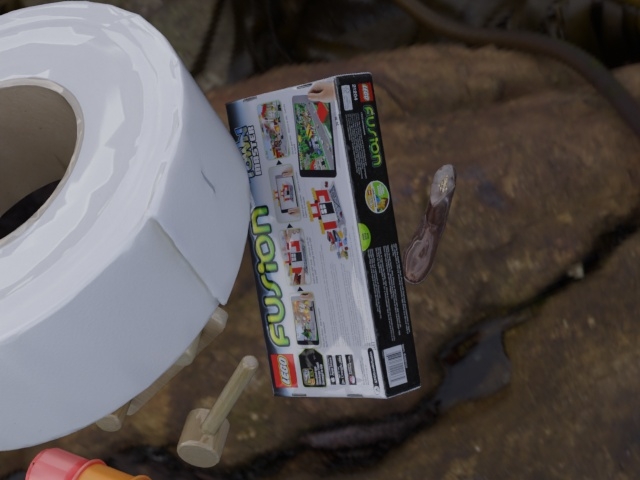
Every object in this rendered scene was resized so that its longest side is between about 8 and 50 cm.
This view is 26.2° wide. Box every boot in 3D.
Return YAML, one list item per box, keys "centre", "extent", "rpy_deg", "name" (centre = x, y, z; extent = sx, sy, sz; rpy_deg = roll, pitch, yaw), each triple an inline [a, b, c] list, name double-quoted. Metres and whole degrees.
- centre: [0.120, -0.018, 1.494]
  extent: [0.037, 0.114, 0.106]
  rpy_deg: [18, 66, 3]
  name: "boot"

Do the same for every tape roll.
- centre: [-0.189, -0.015, 0.861]
  extent: [0.286, 0.100, 0.286]
  rpy_deg: [-14, 49, 17]
  name: "tape roll"

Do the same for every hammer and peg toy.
- centre: [-0.232, 0.120, 1.706]
  extent: [0.266, 0.361, 0.127]
  rpy_deg: [-44, 21, 41]
  name: "hammer and peg toy"

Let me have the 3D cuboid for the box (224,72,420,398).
- centre: [0.000, 0.000, 0.914]
  extent: [0.114, 0.036, 0.207]
  rpy_deg: [-6, 95, 48]
  name: "box"

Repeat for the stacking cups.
- centre: [-0.176, 0.299, 1.442]
  extent: [0.316, 0.096, 0.096]
  rpy_deg: [14, 73, 24]
  name: "stacking cups"
